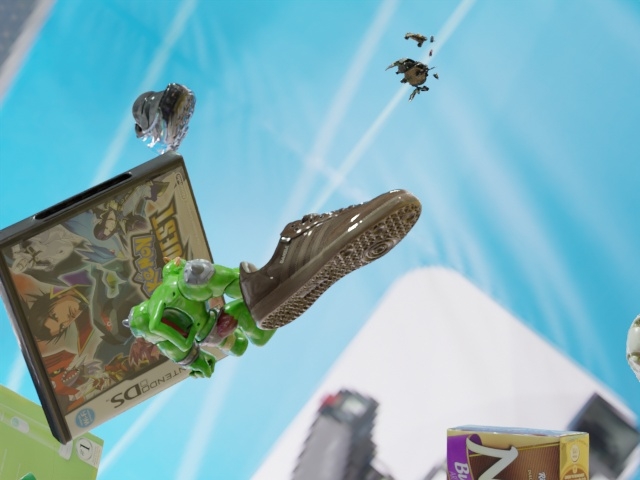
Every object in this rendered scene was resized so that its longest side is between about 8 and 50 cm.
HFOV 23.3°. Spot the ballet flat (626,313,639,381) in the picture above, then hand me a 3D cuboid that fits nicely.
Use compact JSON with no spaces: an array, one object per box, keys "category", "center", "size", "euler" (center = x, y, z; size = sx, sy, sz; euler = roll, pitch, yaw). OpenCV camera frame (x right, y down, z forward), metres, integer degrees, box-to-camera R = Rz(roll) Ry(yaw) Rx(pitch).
[{"category":"ballet flat","center":[0.294,0.080,1.253],"size":[0.086,0.086,0.248],"euler":[-49,2,-18]}]

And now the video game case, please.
[{"category":"video game case","center":[-0.235,0.067,1.798],"size":[0.248,0.035,0.274],"euler":[-27,-59,-23]}]

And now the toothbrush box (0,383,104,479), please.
[{"category":"toothbrush box","center":[-0.438,0.309,2.030],"size":[0.122,0.283,0.206],"euler":[-14,54,35]}]

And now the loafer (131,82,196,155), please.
[{"category":"loafer","center":[-0.215,-0.164,2.068],"size":[0.076,0.078,0.223],"euler":[-62,4,-14]}]

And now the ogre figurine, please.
[{"category":"ogre figurine","center":[-0.112,0.072,1.545],"size":[0.197,0.118,0.096],"euler":[-16,55,56]}]

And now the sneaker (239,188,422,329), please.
[{"category":"sneaker","center":[0.000,0.000,1.360],"size":[0.188,0.071,0.066],"euler":[-37,-26,18]}]

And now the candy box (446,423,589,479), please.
[{"category":"candy box","center":[0.158,0.245,1.255],"size":[0.053,0.109,0.186],"euler":[2,-92,-51]}]

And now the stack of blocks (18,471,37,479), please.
[{"category":"stack of blocks","center":[-0.172,0.327,1.208],"size":[0.171,0.297,0.087],"euler":[-36,-25,-13]}]

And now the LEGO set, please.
[{"category":"LEGO set","center":[0.098,-0.182,1.594],"size":[0.023,0.054,0.083],"euler":[-81,16,-48]}]
